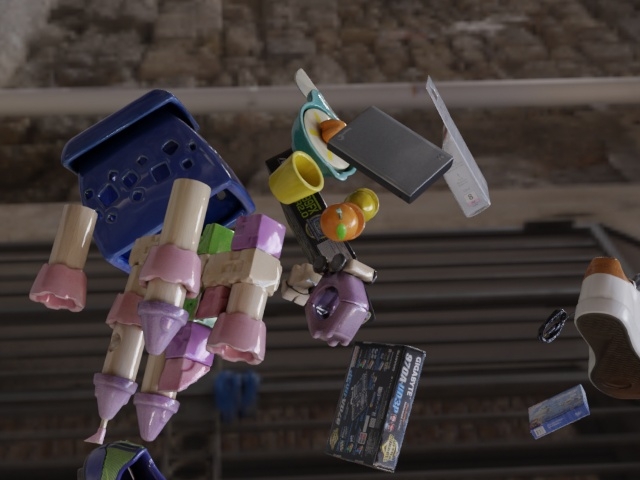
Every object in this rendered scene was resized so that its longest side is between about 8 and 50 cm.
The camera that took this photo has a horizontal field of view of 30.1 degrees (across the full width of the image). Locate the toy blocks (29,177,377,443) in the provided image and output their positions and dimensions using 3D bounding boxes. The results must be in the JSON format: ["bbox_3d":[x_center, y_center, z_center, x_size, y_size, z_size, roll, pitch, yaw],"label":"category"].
[{"bbox_3d":[-0.149,0.114,1.384,0.289,0.309,0.260,-9,-117,45],"label":"toy blocks"}]

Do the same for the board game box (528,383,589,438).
[{"bbox_3d":[0.358,0.257,1.793,0.020,0.090,0.090,61,13,-7],"label":"board game box"}]

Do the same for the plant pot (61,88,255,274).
[{"bbox_3d":[-0.265,-0.095,1.898,0.212,0.236,0.236,59,1,10],"label":"plant pot"}]

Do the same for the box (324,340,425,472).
[{"bbox_3d":[0.096,0.292,2.126,0.175,0.051,0.220,-4,-112,61],"label":"box"}]

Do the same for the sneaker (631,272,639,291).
[{"bbox_3d":[0.624,0.101,2.100,0.099,0.153,0.282,51,-3,-15],"label":"sneaker"}]

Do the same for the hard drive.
[{"bbox_3d":[0.089,-0.111,1.522,0.094,0.135,0.022,-41,155,-33],"label":"hard drive"}]

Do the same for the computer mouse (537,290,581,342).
[{"bbox_3d":[0.540,0.144,2.519,0.041,0.242,0.071,22,-47,51],"label":"computer mouse"}]

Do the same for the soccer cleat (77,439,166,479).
[{"bbox_3d":[-0.221,0.397,1.576,0.093,0.121,0.289,-40,111,-52],"label":"soccer cleat"}]

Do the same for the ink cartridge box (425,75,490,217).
[{"bbox_3d":[0.224,-0.167,2.101,0.232,0.066,0.189,56,13,-8],"label":"ink cartridge box"}]

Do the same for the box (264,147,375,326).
[{"bbox_3d":[0.000,0.000,2.082,0.270,0.060,0.216,61,-5,33],"label":"box"}]

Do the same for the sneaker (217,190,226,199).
[{"bbox_3d":[-0.257,-0.034,2.408,0.136,0.116,0.314,43,-45,22],"label":"sneaker"}]

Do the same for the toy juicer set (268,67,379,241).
[{"bbox_3d":[0.032,-0.135,1.897,0.209,0.089,0.329,42,32,-24],"label":"toy juicer set"}]

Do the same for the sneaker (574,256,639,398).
[{"bbox_3d":[0.433,0.125,1.698,0.290,0.106,0.123,61,36,-51],"label":"sneaker"}]
